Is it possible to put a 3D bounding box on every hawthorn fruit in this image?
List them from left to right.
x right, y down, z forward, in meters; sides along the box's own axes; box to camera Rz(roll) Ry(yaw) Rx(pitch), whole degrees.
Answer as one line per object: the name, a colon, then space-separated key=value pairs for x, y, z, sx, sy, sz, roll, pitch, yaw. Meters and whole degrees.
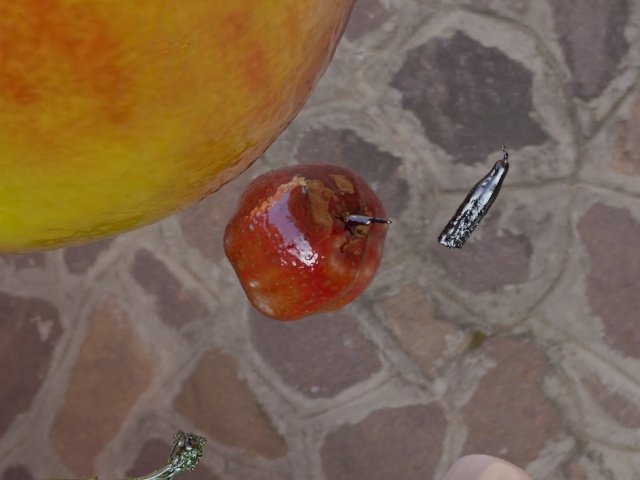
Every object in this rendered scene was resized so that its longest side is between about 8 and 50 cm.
hawthorn fruit: x=0.000 y=0.000 z=1.793 sx=0.300 sy=0.254 sz=0.254 roll=-5 pitch=94 yaw=45

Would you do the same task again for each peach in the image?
peach: x=-0.135 y=-0.143 z=0.490 sx=0.306 sy=0.242 sz=0.380 roll=8 pitch=143 yaw=19

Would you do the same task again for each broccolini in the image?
broccolini: x=-0.220 y=0.266 z=1.319 sx=0.194 sy=0.054 sz=0.052 roll=-17 pitch=92 yaw=-8

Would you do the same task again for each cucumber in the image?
cucumber: x=0.214 y=-0.057 z=1.556 sx=0.163 sy=0.043 sz=0.039 roll=-56 pitch=27 yaw=23

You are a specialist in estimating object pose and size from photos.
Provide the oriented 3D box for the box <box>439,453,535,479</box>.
box: x=0.222 y=0.428 z=1.701 sx=0.262 sy=0.206 sz=0.291 roll=20 pitch=137 yaw=26
